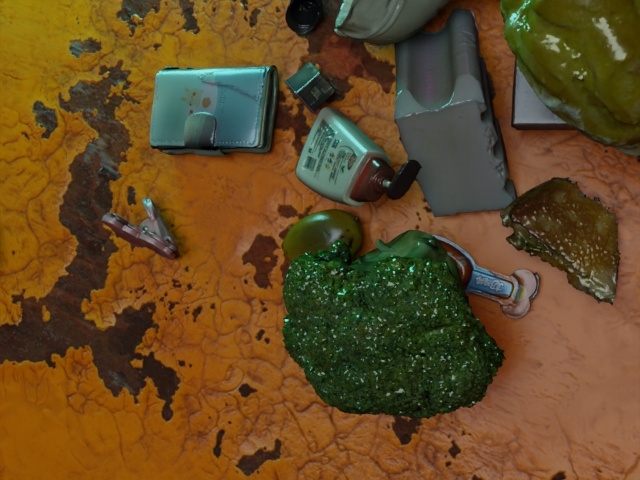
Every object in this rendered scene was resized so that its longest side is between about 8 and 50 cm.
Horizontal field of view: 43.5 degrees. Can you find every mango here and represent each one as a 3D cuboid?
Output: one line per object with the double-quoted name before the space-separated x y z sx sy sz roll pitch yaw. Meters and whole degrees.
"mango" 0.000 0.000 1.461 0.161 0.076 0.103 -14 89 29

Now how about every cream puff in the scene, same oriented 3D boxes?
"cream puff" 0.421 -0.315 1.069 0.275 0.378 0.378 -34 75 38

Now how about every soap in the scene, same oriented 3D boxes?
"soap" 0.232 -0.218 1.397 0.159 0.258 0.302 -15 38 21

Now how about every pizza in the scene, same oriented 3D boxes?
"pizza" 0.408 -0.005 1.308 0.226 0.069 0.147 38 77 13

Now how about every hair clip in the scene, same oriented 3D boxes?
"hair clip" -0.348 -0.005 1.580 0.102 0.123 0.138 -31 72 -4

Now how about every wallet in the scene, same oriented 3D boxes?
"wallet" -0.208 -0.251 1.553 0.250 0.075 0.176 4 85 22

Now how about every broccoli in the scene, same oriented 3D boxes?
"broccoli" 0.110 0.136 1.276 0.310 0.413 0.321 -22 89 -23

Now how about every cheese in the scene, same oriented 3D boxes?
"cheese" 0.245 0.060 1.379 0.256 0.037 0.106 18 95 22

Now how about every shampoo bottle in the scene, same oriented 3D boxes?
"shampoo bottle" 0.064 -0.128 1.372 0.284 0.071 0.153 33 102 52

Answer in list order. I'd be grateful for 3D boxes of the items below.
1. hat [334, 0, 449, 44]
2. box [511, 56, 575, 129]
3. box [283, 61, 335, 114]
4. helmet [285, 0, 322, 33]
"hat" 0.178 -0.416 1.365 0.301 0.258 0.168 4 118 3
"box" 0.424 -0.284 1.300 0.215 0.086 0.215 2 87 21
"box" -0.019 -0.283 1.472 0.063 0.060 0.085 -44 32 7
"helmet" -0.029 -0.435 1.505 0.065 0.049 0.084 27 127 -13
